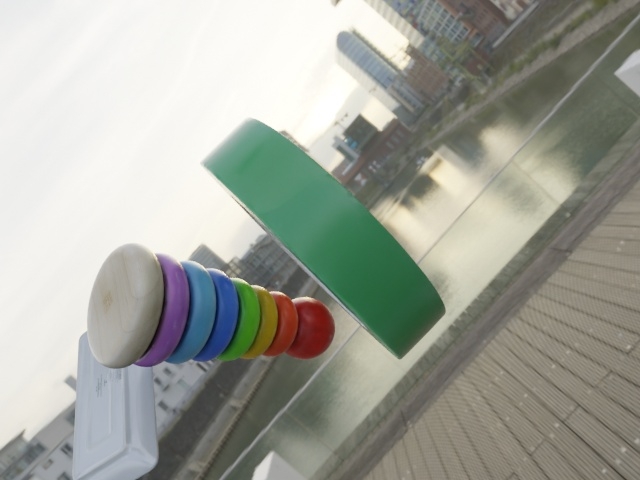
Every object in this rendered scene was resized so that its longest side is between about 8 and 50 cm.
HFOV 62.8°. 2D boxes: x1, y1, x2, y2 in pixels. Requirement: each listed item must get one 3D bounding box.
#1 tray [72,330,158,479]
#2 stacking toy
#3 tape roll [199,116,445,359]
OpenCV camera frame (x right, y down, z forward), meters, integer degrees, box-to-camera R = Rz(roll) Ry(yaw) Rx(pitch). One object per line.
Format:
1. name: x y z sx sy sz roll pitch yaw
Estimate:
1. tray: -0.286 0.200 0.708 0.145 0.030 0.270 -34 47 15
2. stacking toy: -0.114 0.099 0.683 0.331 0.141 0.141 15 -53 -42
3. tape roll: 0.000 0.000 0.616 0.077 0.321 0.321 -45 1 -4
